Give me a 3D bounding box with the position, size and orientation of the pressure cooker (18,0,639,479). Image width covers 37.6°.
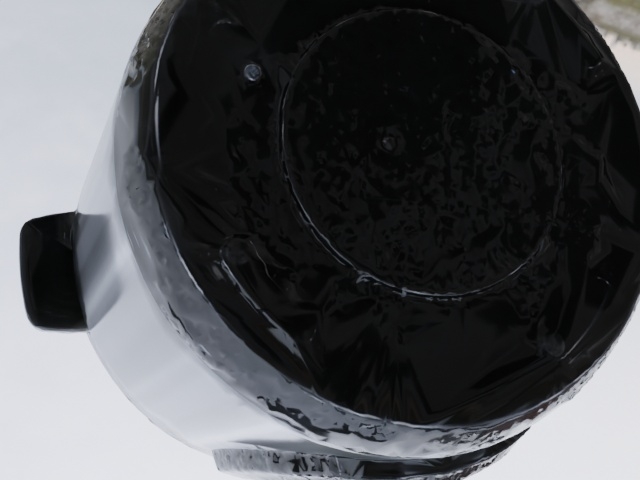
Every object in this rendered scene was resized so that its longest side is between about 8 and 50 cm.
[{"bbox_3d":[0.001,-0.006,0.741,0.370,0.375,0.420,38,156,-8],"label":"pressure cooker"}]
